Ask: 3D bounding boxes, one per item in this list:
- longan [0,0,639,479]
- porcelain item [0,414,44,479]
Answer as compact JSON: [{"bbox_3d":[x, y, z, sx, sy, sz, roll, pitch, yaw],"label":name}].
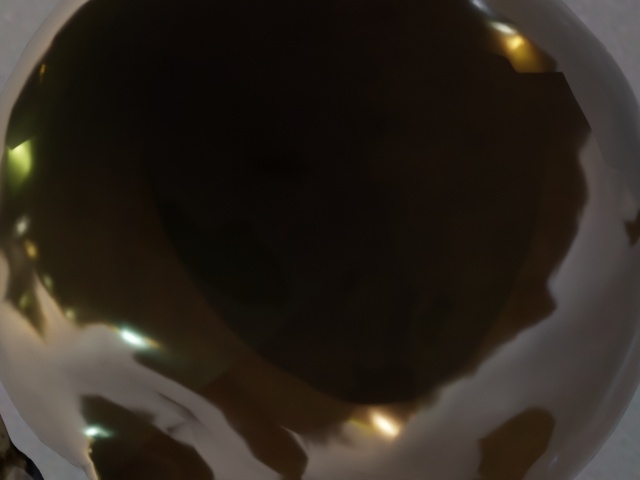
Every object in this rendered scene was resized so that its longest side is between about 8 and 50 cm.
[{"bbox_3d":[-0.001,-0.003,0.819,0.297,0.297,0.297,-13,-121,22],"label":"longan"},{"bbox_3d":[-0.215,0.075,0.482,0.288,0.138,0.186,16,-134,-6],"label":"porcelain item"}]
